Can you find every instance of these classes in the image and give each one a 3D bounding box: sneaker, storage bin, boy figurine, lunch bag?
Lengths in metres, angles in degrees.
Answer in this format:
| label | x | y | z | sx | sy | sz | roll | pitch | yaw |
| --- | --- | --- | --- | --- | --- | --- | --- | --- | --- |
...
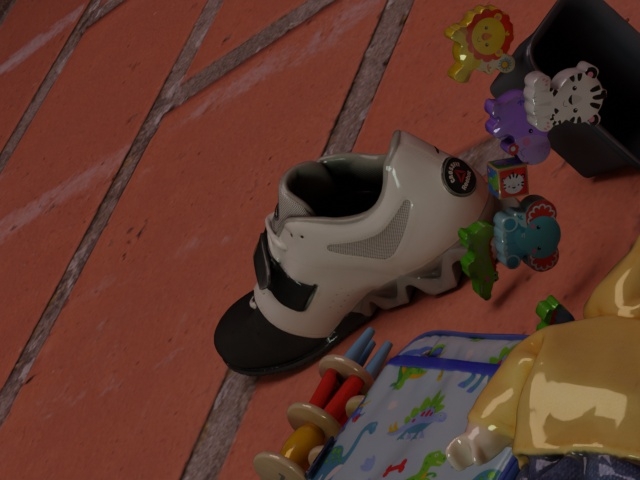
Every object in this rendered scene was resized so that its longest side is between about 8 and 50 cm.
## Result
| label | x | y | z | sx | sy | sz | roll | pitch | yaw |
| --- | --- | --- | --- | --- | --- | --- | --- | --- | --- |
| sneaker | 0.000 | 0.000 | 1.547 | 0.330 | 0.146 | 0.122 | -32 | 28 | 39 |
| storage bin | 0.197 | -0.113 | 1.384 | 0.098 | 0.135 | 0.091 | -54 | 12 | -25 |
| boy figurine | 0.158 | 0.104 | 1.042 | 0.177 | 0.092 | 0.285 | -5 | 40 | 27 |
| lunch bag | 0.094 | 0.140 | 1.207 | 0.176 | 0.090 | 0.219 | -52 | 23 | -17 |

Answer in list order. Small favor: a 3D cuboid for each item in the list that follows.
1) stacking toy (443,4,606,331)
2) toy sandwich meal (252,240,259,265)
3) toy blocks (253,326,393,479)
| label | x | y | z | sx | sy | sz | roll | pitch | yaw |
| --- | --- | --- | --- | --- | --- | --- | --- | --- | --- |
| stacking toy | 0.143 | -0.040 | 1.297 | 0.052 | 0.221 | 0.167 | -10 | 21 | -14 |
| toy sandwich meal | -0.030 | 0.001 | 1.757 | 0.085 | 0.029 | 0.085 | -45 | 19 | 20 |
| toy blocks | 0.029 | 0.122 | 1.402 | 0.123 | 0.054 | 0.148 | -13 | 34 | 51 |
